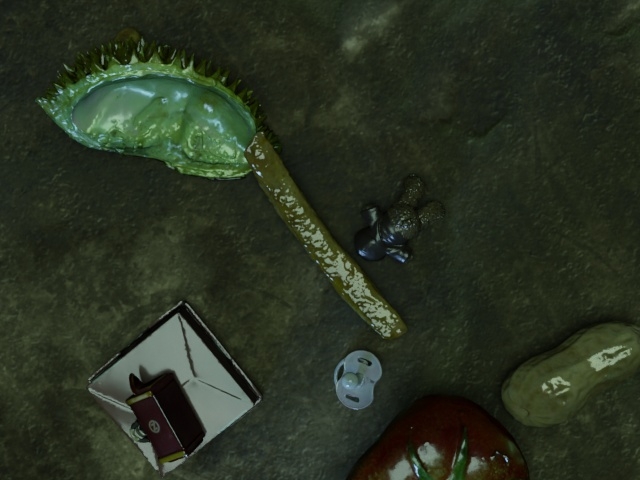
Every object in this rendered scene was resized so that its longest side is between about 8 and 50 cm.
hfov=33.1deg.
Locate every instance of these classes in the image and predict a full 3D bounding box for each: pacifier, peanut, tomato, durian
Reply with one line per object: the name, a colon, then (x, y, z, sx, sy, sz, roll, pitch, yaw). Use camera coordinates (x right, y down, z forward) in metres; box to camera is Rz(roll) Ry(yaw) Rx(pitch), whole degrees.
pacifier: (0.053, 0.228, 1.771, 0.082, 0.078, 0.099, 19, 95, 21)
peanut: (0.414, 0.215, 1.740, 0.257, 0.123, 0.123, -30, 92, 5)
tomato: (0.183, 0.386, 1.697, 0.304, 0.239, 0.303, 0, 98, -2)
durian: (-0.236, -0.205, 1.700, 0.394, 0.163, 0.198, 20, 90, -22)

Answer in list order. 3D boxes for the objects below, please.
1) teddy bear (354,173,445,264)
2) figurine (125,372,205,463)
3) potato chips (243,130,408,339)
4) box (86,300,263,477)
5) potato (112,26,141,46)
teddy bear: (0.126, -0.025, 1.753, 0.160, 0.078, 0.119, -41, 96, 2)
figurine: (-0.263, 0.277, 1.701, 0.098, 0.082, 0.154, -29, 93, 23)
potato chips: (0.000, 0.000, 1.757, 0.057, 0.080, 0.407, -38, 99, -10)
box: (-0.242, 0.246, 1.771, 0.215, 0.086, 0.215, -38, 92, 3)
potato: (-0.327, -0.307, 1.762, 0.045, 0.046, 0.092, 36, 83, 24)
